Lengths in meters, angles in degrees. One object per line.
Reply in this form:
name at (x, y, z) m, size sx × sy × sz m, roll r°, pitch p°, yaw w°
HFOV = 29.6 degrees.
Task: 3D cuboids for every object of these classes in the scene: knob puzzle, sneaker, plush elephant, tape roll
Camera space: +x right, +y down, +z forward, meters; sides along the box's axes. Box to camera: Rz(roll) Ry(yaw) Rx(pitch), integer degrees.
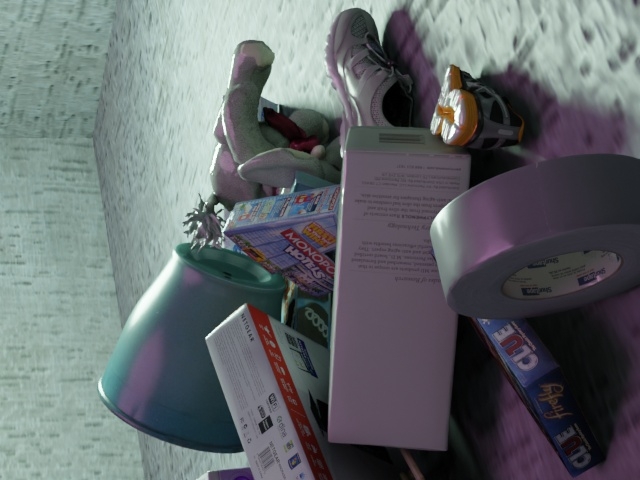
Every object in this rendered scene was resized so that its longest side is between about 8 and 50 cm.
knob puzzle at (0.128, 0.322, 1.552) m, size 0.213 × 0.030 × 0.213 m, roll 60°, pitch 179°, yaw 2°
sneaker at (0.182, -0.149, 1.428) m, size 0.215 × 0.083 × 0.084 m, roll -93°, pitch 14°, yaw -69°
plush elephant at (-0.031, -0.105, 1.808) m, size 0.330 × 0.256 × 0.272 m, roll -62°, pitch -34°, yaw -22°
tape roll at (0.216, 0.002, 1.129) m, size 0.219 × 0.219 × 0.072 m, roll 125°, pitch 138°, yaw -60°
sneaker at (0.086, -0.215, 1.703) m, size 0.115 × 0.105 × 0.281 m, roll -29°, pitch 59°, yaw 35°

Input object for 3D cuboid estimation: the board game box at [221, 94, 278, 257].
board game box at (-0.117, -0.088, 2.109) m, size 0.319 × 0.066 × 0.317 m, roll -41°, pitch -49°, yaw -86°

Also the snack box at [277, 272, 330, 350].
snack box at (-0.034, 0.089, 1.979) m, size 0.187 × 0.060 × 0.321 m, roll 117°, pitch 159°, yaw -53°

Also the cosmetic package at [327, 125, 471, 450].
cosmetic package at (0.093, 0.053, 1.500) m, size 0.197 × 0.155 × 0.365 m, roll -80°, pitch -8°, yaw -75°

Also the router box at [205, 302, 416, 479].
router box at (0.014, 0.275, 1.605) m, size 0.082 × 0.301 × 0.335 m, roll -41°, pitch 46°, yaw 16°

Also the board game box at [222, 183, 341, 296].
board game box at (0.000, 0.000, 1.667) m, size 0.194 × 0.194 × 0.060 m, roll -23°, pitch 35°, yaw 46°

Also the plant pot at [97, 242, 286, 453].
plant pot at (-0.176, 0.150, 1.873) m, size 0.255 × 0.272 × 0.271 m, roll -70°, pitch 25°, yaw 12°

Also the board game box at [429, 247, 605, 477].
board game box at (0.208, 0.118, 1.300) m, size 0.165 × 0.042 × 0.243 m, roll 58°, pitch -178°, yaw -38°

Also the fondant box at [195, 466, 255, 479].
fondant box at (-0.057, 0.523, 1.921) m, size 0.096 × 0.238 × 0.330 m, roll 130°, pitch 134°, yaw -63°

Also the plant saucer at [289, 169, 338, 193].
plant saucer at (0.047, -0.036, 1.669) m, size 0.018 × 0.192 × 0.067 m, roll -68°, pitch -3°, yaw -46°
